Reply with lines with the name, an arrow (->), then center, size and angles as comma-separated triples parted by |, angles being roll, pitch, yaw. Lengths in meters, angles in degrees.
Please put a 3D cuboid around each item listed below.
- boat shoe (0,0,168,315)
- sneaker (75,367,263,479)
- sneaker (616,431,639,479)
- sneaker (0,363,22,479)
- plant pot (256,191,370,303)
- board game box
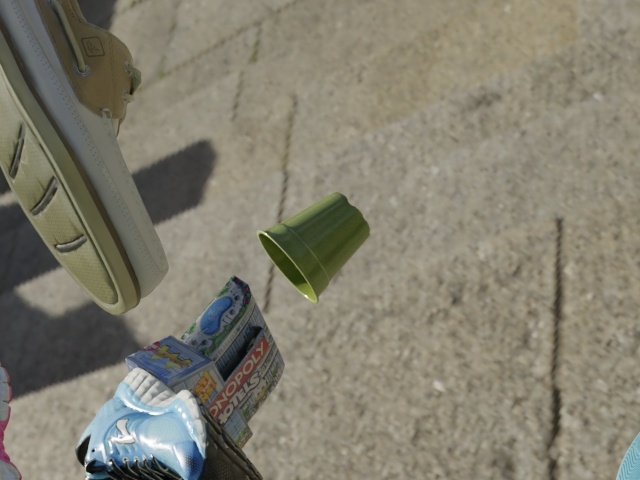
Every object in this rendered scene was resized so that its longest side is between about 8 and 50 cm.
boat shoe -> -0.172, -0.100, 0.877 | 0.103, 0.302, 0.113 | -28, 0, -29
sneaker -> -0.088, 0.121, 0.711 | 0.073, 0.063, 0.162 | -43, 18, -18
sneaker -> 0.359, 0.187, 0.990 | 0.319, 0.208, 0.127 | -35, 15, -34
sneaker -> -0.335, 0.175, 1.148 | 0.103, 0.111, 0.252 | -57, 37, 22
plant pot -> 0.000, 0.000, 1.167 | 0.079, 0.083, 0.083 | -39, 34, -12
board game box -> -0.114, 0.141, 1.319 | 0.060, 0.194, 0.194 | 27, 66, 28
